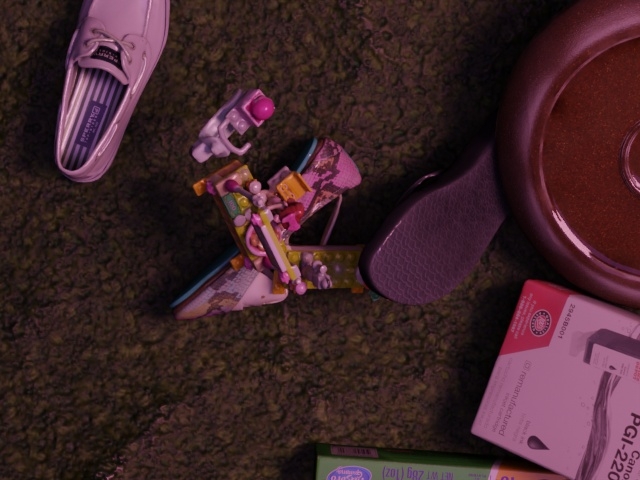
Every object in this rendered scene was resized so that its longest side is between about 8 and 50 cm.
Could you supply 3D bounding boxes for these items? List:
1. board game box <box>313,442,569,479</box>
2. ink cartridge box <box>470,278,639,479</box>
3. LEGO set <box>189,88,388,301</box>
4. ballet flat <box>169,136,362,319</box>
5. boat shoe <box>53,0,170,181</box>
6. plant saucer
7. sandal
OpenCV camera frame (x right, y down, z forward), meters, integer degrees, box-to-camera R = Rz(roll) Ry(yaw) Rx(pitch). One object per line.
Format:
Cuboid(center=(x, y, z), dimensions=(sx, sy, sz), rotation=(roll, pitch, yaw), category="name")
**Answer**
Cuboid(center=(0.102, 0.359, 1.573), dimensions=(0.242, 0.064, 0.317), rotation=(4, 95, -1), category="board game box")
Cuboid(center=(0.266, 0.145, 1.493), dimensions=(0.218, 0.092, 0.159), rotation=(22, 95, 31), category="ink cartridge box")
Cuboid(center=(0.000, 0.000, 1.463), dimensions=(0.287, 0.107, 0.132), rotation=(40, 85, -29), category="LEGO set")
Cuboid(center=(-0.043, 0.006, 1.540), dimensions=(0.079, 0.077, 0.221), rotation=(41, 89, -10), category="ballet flat")
Cuboid(center=(-0.189, -0.161, 1.518), dimensions=(0.083, 0.076, 0.226), rotation=(12, 94, -2), category="boat shoe")
Cuboid(center=(0.303, -0.075, 1.435), dimensions=(0.310, 0.050, 0.311), rotation=(4, 108, 12), category="plant saucer")
Cuboid(center=(0.120, -0.030, 1.504), dimensions=(0.254, 0.054, 0.097), rotation=(-43, 122, -31), category="sandal")
